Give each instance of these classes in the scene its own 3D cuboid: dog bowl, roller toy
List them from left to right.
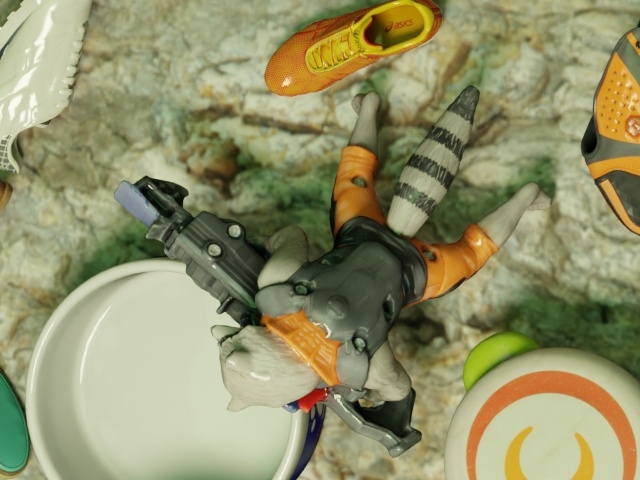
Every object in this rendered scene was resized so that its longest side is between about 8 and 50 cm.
[{"bbox_3d":[-0.131,0.145,1.725,0.264,0.104,0.265,1,94,15],"label":"dog bowl"},{"bbox_3d":[0.210,0.194,1.615,0.191,0.146,0.209,9,85,16],"label":"roller toy"}]

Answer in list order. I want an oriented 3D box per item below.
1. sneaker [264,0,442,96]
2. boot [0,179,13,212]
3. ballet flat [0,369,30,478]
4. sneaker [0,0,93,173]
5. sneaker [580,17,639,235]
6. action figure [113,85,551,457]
[{"bbox_3d":[0.024,-0.180,1.685,0.175,0.067,0.064,-24,89,17],"label":"sneaker"},{"bbox_3d":[-0.406,-0.056,1.767,0.197,0.073,0.152,-20,122,16],"label":"boot"},{"bbox_3d":[-0.354,0.131,1.811,0.073,0.080,0.232,-32,81,42],"label":"ballet flat"},{"bbox_3d":[-0.261,-0.175,1.761,0.095,0.090,0.235,37,105,-4],"label":"sneaker"},{"bbox_3d":[0.352,-0.144,1.569,0.321,0.124,0.180,-40,84,14],"label":"sneaker"},{"bbox_3d":[0.000,0.000,1.591,0.341,0.178,0.330,36,61,0],"label":"action figure"}]
